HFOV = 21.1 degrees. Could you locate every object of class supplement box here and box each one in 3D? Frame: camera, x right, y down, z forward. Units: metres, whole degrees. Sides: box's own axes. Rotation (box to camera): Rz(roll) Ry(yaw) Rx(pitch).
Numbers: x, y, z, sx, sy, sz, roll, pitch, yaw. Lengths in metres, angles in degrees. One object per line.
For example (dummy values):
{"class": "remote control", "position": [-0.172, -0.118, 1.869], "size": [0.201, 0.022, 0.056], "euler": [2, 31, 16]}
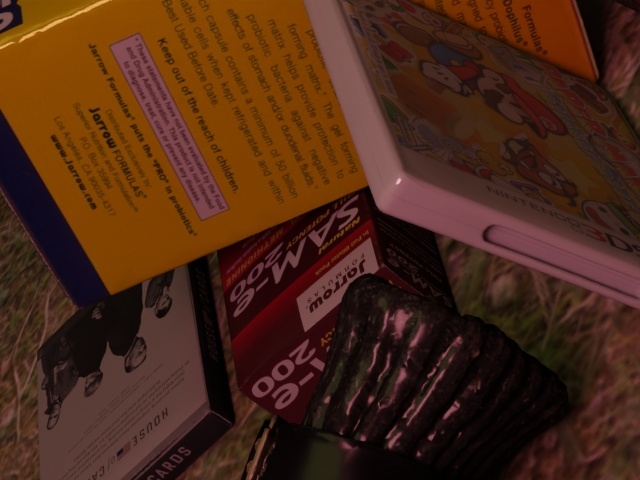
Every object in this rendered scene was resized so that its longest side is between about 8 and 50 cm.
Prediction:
{"class": "supplement box", "position": [-0.041, -0.147, 1.068], "size": [0.356, 0.195, 0.194], "euler": [-23, 37, 3]}
{"class": "supplement box", "position": [0.000, 0.000, 1.126], "size": [0.130, 0.073, 0.239], "euler": [-42, 33, 20]}

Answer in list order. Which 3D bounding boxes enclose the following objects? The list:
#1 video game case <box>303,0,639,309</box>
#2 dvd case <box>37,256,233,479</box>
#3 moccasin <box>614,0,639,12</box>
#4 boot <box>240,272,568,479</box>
{"class": "video game case", "position": [0.099, -0.053, 0.901], "size": [0.026, 0.206, 0.227], "euler": [-58, 26, 25]}
{"class": "dvd case", "position": [-0.145, 0.107, 1.271], "size": [0.179, 0.029, 0.239], "euler": [-43, 32, 20]}
{"class": "moccasin", "position": [0.270, -0.305, 0.997], "size": [0.380, 0.139, 0.147], "euler": [-60, 37, 10]}
{"class": "boot", "position": [0.001, 0.143, 0.795], "size": [0.260, 0.131, 0.348], "euler": [-56, -6, 2]}
